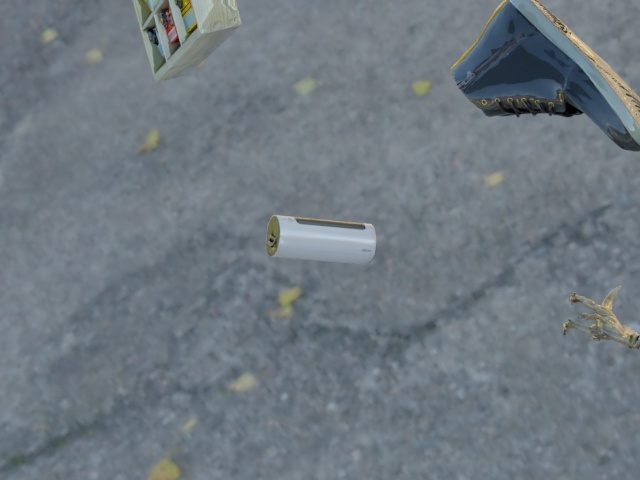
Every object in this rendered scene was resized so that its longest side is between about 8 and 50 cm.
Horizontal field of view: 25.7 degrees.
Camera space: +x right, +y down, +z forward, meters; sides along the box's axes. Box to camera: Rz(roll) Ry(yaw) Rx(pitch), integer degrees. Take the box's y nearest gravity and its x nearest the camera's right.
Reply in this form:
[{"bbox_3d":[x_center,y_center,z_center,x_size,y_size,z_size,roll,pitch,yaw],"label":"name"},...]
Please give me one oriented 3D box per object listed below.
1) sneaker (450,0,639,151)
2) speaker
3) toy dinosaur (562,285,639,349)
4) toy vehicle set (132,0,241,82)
[{"bbox_3d":[0.233,-0.141,1.406,0.118,0.083,0.222,-49,58,20],"label":"sneaker"},{"bbox_3d":[0.000,0.000,1.806,0.136,0.055,0.055,5,30,-20],"label":"speaker"},{"bbox_3d":[0.352,0.101,1.752,0.093,0.053,0.183,15,18,-6],"label":"toy dinosaur"},{"bbox_3d":[-0.134,-0.242,1.243,0.035,0.166,0.267,-16,2,-15],"label":"toy vehicle set"}]
